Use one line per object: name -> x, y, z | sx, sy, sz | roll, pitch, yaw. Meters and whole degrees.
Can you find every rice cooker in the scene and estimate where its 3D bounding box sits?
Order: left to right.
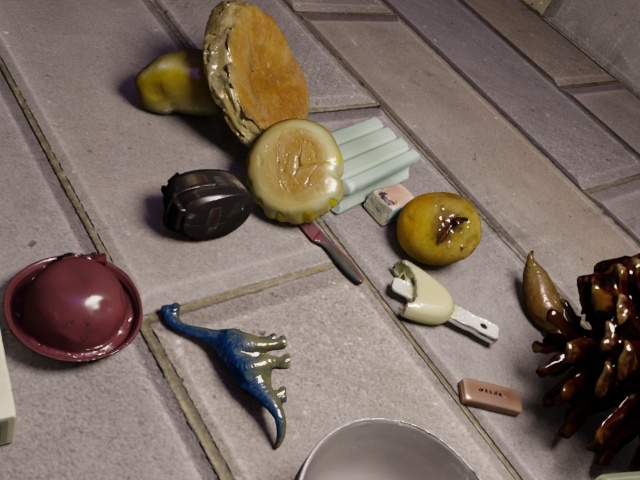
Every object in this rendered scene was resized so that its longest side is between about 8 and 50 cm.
rice cooker -> -0.204, -0.067, 1.171 | 0.165, 0.112, 0.106 | -2, 43, -33

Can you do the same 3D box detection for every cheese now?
cheese -> 0.236, 0.129, 1.254 | 0.235, 0.049, 0.127 | 27, 38, -3

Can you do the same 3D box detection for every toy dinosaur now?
toy dinosaur -> -0.141, 0.196, 0.990 | 0.188, 0.075, 0.247 | 0, 53, -17

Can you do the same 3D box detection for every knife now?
knife -> 0.000, 0.000, 1.287 | 0.035, 0.018, 0.247 | -25, 59, -36

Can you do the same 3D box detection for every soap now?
soap -> 0.081, -0.172, 1.450 | 0.160, 0.087, 0.265 | 43, 43, 18

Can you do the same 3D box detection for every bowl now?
bowl -> 0.080, 0.387, 0.834 | 0.287, 0.143, 0.287 | 15, 43, -14

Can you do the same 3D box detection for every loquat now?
loquat -> 0.241, -0.028, 1.350 | 0.172, 0.149, 0.204 | -7, 14, -7

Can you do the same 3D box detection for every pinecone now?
pinecone -> 0.548, 0.215, 1.100 | 0.398, 0.397, 0.397 | 15, 42, -14

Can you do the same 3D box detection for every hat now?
hat -> -0.354, 0.085, 0.952 | 0.206, 0.089, 0.205 | 15, 42, -14

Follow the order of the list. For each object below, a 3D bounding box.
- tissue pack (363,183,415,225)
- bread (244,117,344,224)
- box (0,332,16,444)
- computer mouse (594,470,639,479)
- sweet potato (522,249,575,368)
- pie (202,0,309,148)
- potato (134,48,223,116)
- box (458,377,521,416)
tissue pack -> 0.154, -0.079, 1.416 | 0.094, 0.058, 0.074 | -19, 57, -41
bread -> -0.051, -0.133, 1.289 | 0.214, 0.105, 0.213 | 0, 77, 0
box -> -0.494, 0.147, 0.828 | 0.164, 0.069, 0.256 | -6, 50, -32
computer mouse -> 0.398, 0.516, 0.865 | 0.228, 0.145, 0.429 | 21, 58, 15
sweet potato -> 0.469, 0.152, 1.346 | 0.075, 0.075, 0.269 | -4, 62, -31
pie -> -0.131, -0.343, 1.389 | 0.339, 0.083, 0.339 | 37, 45, -49
potato -> -0.290, -0.326, 1.380 | 0.194, 0.157, 0.157 | -13, 53, -13
box -> 0.301, 0.277, 1.157 | 0.115, 0.025, 0.048 | 16, 41, -12
